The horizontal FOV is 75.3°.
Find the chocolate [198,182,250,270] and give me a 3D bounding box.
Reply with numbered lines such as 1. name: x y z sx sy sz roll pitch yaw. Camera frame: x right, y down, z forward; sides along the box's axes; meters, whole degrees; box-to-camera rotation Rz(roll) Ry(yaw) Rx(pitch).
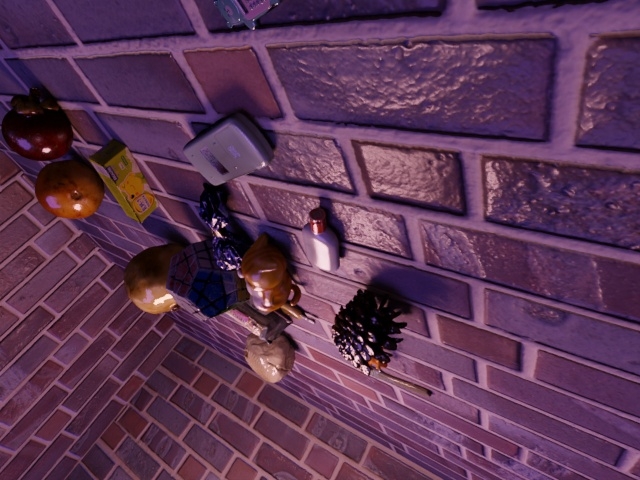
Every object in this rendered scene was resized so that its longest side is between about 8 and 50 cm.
1. chocolate: -0.321 -0.049 1.318 0.343 0.126 0.148 77 174 -46

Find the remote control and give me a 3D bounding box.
1. remote control: -0.231 -0.218 1.013 0.296 0.056 0.140 -7 132 51

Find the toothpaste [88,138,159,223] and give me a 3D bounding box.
1. toothpaste: -0.702 -0.207 1.505 0.077 0.110 0.327 25 150 18

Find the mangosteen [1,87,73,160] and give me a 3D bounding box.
1. mangosteen: -0.986 -0.405 1.442 0.215 0.215 0.258 31 133 10

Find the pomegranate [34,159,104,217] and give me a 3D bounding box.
1. pomegranate: -1.065 -0.218 1.770 0.264 0.264 0.264 27 151 17

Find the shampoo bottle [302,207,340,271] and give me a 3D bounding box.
1. shampoo bottle: 0.000 0.000 1.089 0.108 0.051 0.221 27 151 22

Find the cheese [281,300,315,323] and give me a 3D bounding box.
1. cheese: -0.087 0.294 1.655 0.162 0.036 0.086 21 150 28

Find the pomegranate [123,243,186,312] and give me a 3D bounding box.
1. pomegranate: -0.688 0.172 1.834 0.332 0.333 0.333 27 151 17

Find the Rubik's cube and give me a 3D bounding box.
1. Rubik's cube: -0.406 0.144 1.540 0.319 0.319 0.264 49 176 -23

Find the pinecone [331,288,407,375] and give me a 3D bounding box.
1. pinecone: 0.135 0.246 1.157 0.202 0.201 0.229 41 149 1

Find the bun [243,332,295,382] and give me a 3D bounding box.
1. bun: -0.244 0.562 2.073 0.281 0.204 0.282 37 148 28

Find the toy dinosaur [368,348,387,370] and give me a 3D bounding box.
1. toy dinosaur: 0.152 0.368 1.417 0.070 0.117 0.288 -14 141 41

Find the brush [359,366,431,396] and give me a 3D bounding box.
1. brush: 0.285 0.554 1.648 0.336 0.020 0.085 8 141 43

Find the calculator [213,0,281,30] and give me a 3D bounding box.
1. calculator: -0.123 -0.390 0.668 0.141 0.019 0.094 2 139 47

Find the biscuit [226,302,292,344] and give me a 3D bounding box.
1. biscuit: -0.293 0.327 1.807 0.309 0.186 0.079 30 115 16

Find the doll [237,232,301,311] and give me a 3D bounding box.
1. doll: -0.178 0.121 1.365 0.167 0.162 0.270 52 168 31

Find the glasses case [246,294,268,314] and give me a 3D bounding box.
1. glasses case: -0.218 0.218 1.646 0.131 0.074 0.323 40 152 -4
